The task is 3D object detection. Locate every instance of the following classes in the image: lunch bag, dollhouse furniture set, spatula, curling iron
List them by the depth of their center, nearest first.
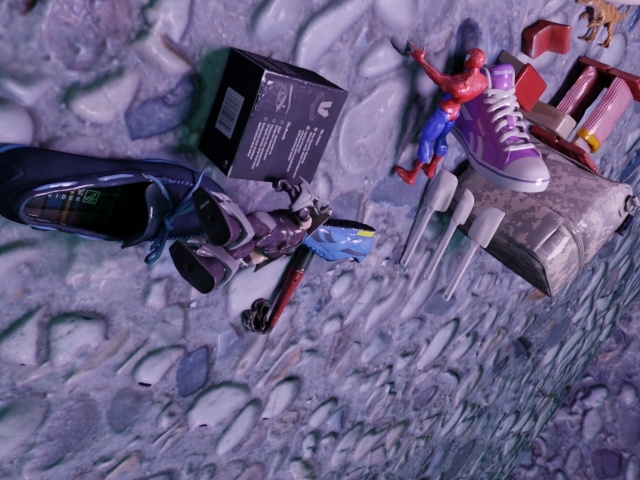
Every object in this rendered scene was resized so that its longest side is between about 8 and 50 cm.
[{"bbox_3d":[-0.052,0.059,1.155,0.068,0.035,0.274,24,103,-50],"label":"curling iron"},{"bbox_3d":[0.256,-0.006,1.301,0.019,0.168,0.242,-22,143,-46],"label":"spatula"},{"bbox_3d":[0.517,-0.306,1.308,0.374,0.152,0.201,22,105,-50],"label":"dollhouse furniture set"},{"bbox_3d":[0.450,-0.071,1.315,0.256,0.305,0.212,-47,142,-1],"label":"lunch bag"}]

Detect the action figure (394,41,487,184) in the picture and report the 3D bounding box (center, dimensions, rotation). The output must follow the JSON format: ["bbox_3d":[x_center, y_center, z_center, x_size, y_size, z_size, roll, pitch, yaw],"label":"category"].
[{"bbox_3d":[0.195,-0.241,1.120,0.091,0.139,0.280,-23,157,-33],"label":"action figure"}]

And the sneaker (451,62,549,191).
[{"bbox_3d":[0.307,-0.210,1.092,0.102,0.282,0.161,-9,132,-19],"label":"sneaker"}]

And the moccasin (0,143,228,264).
[{"bbox_3d":[-0.252,-0.032,0.823,0.342,0.117,0.138,-1,121,-46],"label":"moccasin"}]

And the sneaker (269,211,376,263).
[{"bbox_3d":[0.000,0.000,1.099,0.209,0.069,0.082,10,108,-31],"label":"sneaker"}]

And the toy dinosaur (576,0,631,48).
[{"bbox_3d":[0.608,-0.466,1.338,0.211,0.064,0.112,-4,122,-42],"label":"toy dinosaur"}]

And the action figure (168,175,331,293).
[{"bbox_3d":[-0.091,-0.014,0.898,0.185,0.099,0.285,-48,168,19],"label":"action figure"}]

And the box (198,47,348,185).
[{"bbox_3d":[-0.067,-0.170,0.909,0.158,0.093,0.156,3,119,-44],"label":"box"}]

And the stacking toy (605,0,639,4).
[{"bbox_3d":[0.581,-0.600,1.033,0.480,0.350,0.351,-36,143,-44],"label":"stacking toy"}]
